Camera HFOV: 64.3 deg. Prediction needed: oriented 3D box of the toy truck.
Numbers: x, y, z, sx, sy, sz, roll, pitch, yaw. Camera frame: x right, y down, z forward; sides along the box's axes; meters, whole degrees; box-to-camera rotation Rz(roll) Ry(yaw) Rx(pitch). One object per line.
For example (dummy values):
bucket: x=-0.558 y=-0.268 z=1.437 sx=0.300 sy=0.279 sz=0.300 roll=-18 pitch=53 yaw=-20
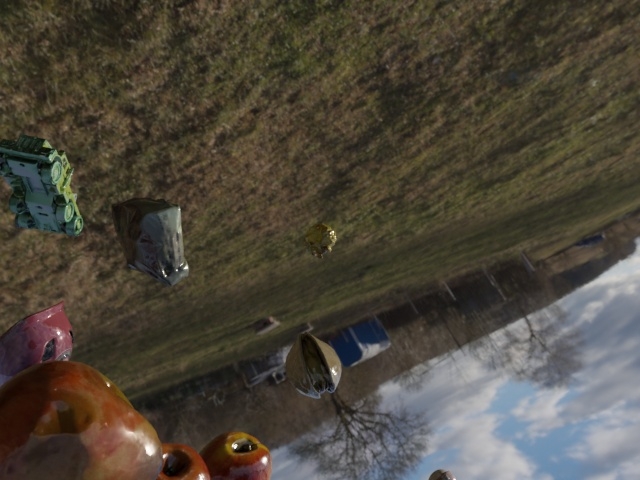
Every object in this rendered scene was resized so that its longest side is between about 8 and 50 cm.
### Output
toy truck: x=-0.574 y=-0.122 z=1.059 sx=0.129 sy=0.135 sz=0.259 roll=10 pitch=149 yaw=-5

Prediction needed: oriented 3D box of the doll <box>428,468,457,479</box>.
doll: x=0.362 y=0.900 z=1.751 sx=0.160 sy=0.094 sz=0.365 roll=-13 pitch=138 yaw=-37

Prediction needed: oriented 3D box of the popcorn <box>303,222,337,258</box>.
popcorn: x=0.000 y=0.000 z=1.185 sx=0.082 sy=0.083 sz=0.057 roll=-44 pitch=134 yaw=7

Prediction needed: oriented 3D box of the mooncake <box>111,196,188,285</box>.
mooncake: x=-0.265 y=0.001 z=0.781 sx=0.073 sy=0.125 sz=0.130 roll=-22 pitch=-154 yaw=-40

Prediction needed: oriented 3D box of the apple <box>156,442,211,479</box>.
apple: x=-0.365 y=0.588 z=1.186 sx=0.218 sy=0.218 sz=0.201 roll=-9 pitch=121 yaw=-53

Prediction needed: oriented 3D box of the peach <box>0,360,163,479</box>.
peach: x=-0.331 y=0.278 z=0.684 sx=0.214 sy=0.236 sz=0.214 roll=-60 pitch=-172 yaw=13

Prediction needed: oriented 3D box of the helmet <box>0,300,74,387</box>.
helmet: x=-0.692 y=0.284 z=1.241 sx=0.253 sy=0.154 sz=0.198 roll=-37 pitch=-179 yaw=17

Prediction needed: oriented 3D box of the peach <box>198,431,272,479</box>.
peach: x=-0.287 y=0.756 z=1.630 sx=0.281 sy=0.238 sz=0.280 roll=-20 pitch=126 yaw=-30

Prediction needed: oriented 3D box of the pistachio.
pistachio: x=-0.018 y=0.292 z=1.178 sx=0.127 sy=0.152 sz=0.223 roll=-18 pitch=-172 yaw=-8
